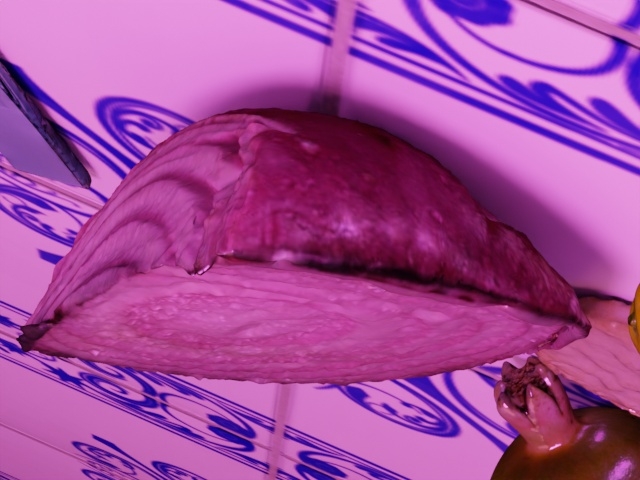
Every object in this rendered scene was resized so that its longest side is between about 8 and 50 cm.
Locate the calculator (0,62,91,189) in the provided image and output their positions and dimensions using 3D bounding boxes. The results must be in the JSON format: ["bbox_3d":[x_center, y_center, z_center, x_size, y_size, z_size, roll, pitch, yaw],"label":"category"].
[{"bbox_3d":[-0.175,-0.073,1.069,0.057,0.018,0.172,19,162,22],"label":"calculator"}]

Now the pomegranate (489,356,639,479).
[{"bbox_3d":[0.144,0.130,1.119,0.114,0.114,0.142,0,125,54],"label":"pomegranate"}]

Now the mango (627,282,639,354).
[{"bbox_3d":[0.185,0.043,0.861,0.108,0.056,0.073,23,169,-5],"label":"mango"}]

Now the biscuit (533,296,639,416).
[{"bbox_3d":[0.171,0.068,1.017,0.152,0.020,0.152,22,163,7],"label":"biscuit"}]

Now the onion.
[{"bbox_3d":[0.000,0.000,0.925,0.247,0.111,0.250,8,163,-32],"label":"onion"}]
